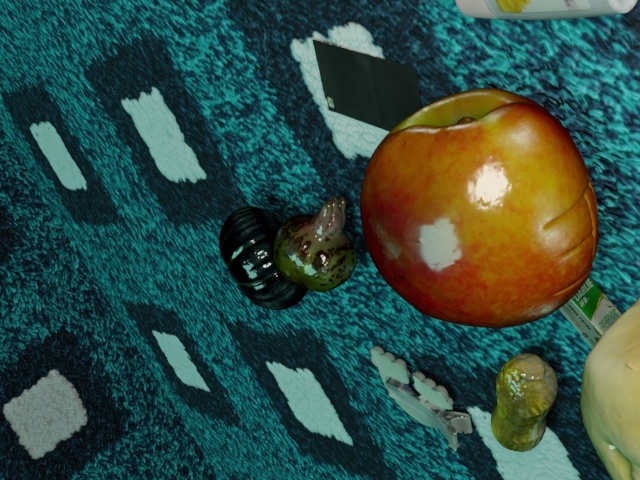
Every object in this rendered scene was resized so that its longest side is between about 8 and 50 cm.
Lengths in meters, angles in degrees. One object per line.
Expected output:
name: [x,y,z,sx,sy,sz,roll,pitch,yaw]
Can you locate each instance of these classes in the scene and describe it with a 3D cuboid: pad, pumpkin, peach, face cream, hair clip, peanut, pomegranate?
pad: [0.064,-0.202,1.251,0.193,0.004,0.116,27,143,41]
pumpkin: [-0.097,0.031,1.623,0.194,0.149,0.194,167,90,-76]
peach: [0.173,-0.019,1.050,0.248,0.245,0.275,-126,14,-71]
face cream: [0.210,-0.254,0.899,0.198,0.057,0.084,15,134,50]
hair clip: [0.170,0.280,1.615,0.220,0.054,0.140,30,150,42]
peanut: [0.290,0.231,1.326,0.087,0.087,0.207,36,151,30]
pomegranate: [-0.008,0.008,1.482,0.138,0.125,0.163,37,148,22]

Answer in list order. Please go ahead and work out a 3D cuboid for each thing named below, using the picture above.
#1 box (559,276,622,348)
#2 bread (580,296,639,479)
box: [0.331,0.092,1.129,0.207,0.050,0.041,50,152,5]
bread: [0.396,0.110,0.688,0.348,0.376,0.253,5,128,54]
